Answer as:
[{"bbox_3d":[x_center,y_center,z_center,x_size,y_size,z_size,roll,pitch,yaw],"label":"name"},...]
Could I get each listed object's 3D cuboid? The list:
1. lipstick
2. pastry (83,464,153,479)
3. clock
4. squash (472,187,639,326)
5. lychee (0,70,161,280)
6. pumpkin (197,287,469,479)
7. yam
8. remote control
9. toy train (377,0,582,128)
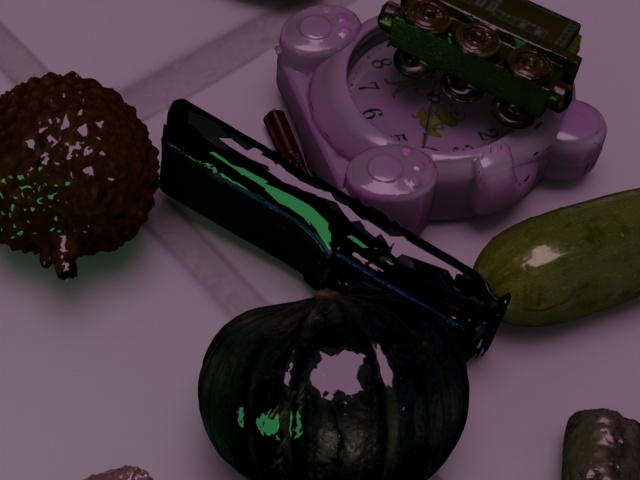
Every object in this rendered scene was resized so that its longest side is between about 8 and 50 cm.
[{"bbox_3d":[-0.023,-0.072,1.471,0.027,0.027,0.176,-15,59,-15],"label":"lipstick"},{"bbox_3d":[-0.155,0.324,1.132,0.103,0.112,0.265,-5,45,-11],"label":"pastry"},{"bbox_3d":[0.134,-0.150,1.489,0.322,0.113,0.295,-14,57,-16],"label":"clock"},{"bbox_3d":[0.329,0.001,1.399,0.371,0.118,0.118,-15,58,-18],"label":"squash"},{"bbox_3d":[-0.262,-0.067,1.348,0.200,0.200,0.238,-1,55,-6],"label":"lychee"},{"bbox_3d":[0.011,0.148,1.223,0.250,0.216,0.250,7,22,-3],"label":"pumpkin"},{"bbox_3d":[0.262,0.245,1.244,0.078,0.078,0.179,10,54,1],"label":"yam"},{"bbox_3d":[0.000,0.000,1.355,0.399,0.144,0.062,30,58,12],"label":"remote control"},{"bbox_3d":[0.177,-0.213,1.419,0.225,0.090,0.137,28,52,12],"label":"toy train"}]
